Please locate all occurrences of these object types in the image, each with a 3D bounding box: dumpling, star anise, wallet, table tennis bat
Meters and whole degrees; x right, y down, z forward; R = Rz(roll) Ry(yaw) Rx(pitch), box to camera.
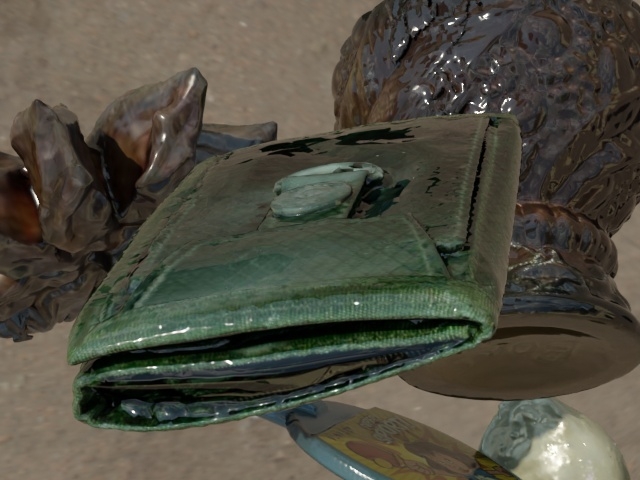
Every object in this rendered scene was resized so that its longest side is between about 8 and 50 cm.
[{"bbox_3d":[0.226,0.242,1.639,0.155,0.111,0.181,-45,72,-1],"label":"dumpling"},{"bbox_3d":[-0.178,-0.015,1.274,0.331,0.331,0.118,-33,66,12],"label":"star anise"},{"bbox_3d":[-0.001,-0.003,0.675,0.160,0.236,0.055,-10,111,12],"label":"wallet"},{"bbox_3d":[0.045,0.191,1.554,0.329,0.215,0.044,23,102,18],"label":"table tennis bat"}]

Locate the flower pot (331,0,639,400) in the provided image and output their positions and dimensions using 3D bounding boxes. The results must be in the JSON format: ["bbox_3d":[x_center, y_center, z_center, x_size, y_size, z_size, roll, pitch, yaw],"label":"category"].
[{"bbox_3d":[0.144,-0.031,1.281,0.266,0.266,0.267,-10,65,15],"label":"flower pot"}]
